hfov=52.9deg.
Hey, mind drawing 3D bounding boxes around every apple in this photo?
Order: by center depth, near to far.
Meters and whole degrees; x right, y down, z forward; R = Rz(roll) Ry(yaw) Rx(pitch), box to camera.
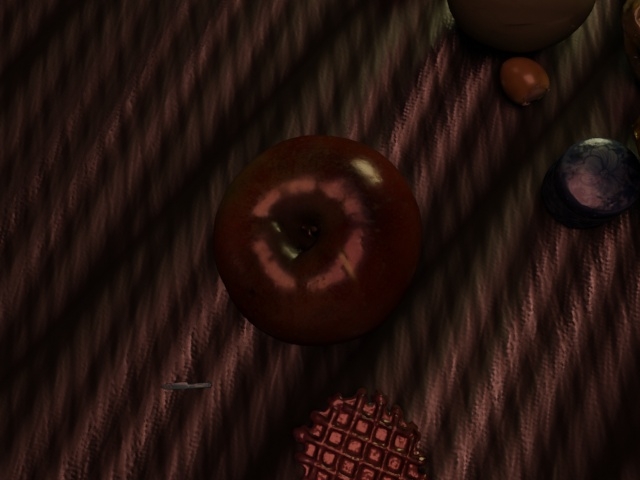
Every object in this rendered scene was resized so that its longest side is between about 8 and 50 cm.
[{"bbox_3d":[0.000,0.000,1.056,0.349,0.277,0.348,-1,78,6],"label":"apple"}]

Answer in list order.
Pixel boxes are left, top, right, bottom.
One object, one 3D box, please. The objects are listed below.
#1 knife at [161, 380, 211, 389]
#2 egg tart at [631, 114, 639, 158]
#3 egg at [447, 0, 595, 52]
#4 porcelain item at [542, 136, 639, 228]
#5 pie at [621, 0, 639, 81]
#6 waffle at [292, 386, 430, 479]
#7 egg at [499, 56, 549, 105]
[{"bbox_3d":[-0.240,0.258,1.147,0.091,0.005,0.014,-4,79,2],"label":"knife"},{"bbox_3d":[0.602,-0.135,1.077,0.115,0.290,0.290,-17,76,28],"label":"egg tart"},{"bbox_3d":[0.365,-0.454,1.168,0.269,0.219,0.219,-5,77,-1],"label":"egg"},{"bbox_3d":[0.479,-0.101,1.137,0.147,0.114,0.147,0,78,2],"label":"porcelain item"},{"bbox_3d":[0.713,-0.398,1.192,0.339,0.077,0.339,0,93,-6],"label":"pie"},{"bbox_3d":[0.068,0.369,1.083,0.221,0.055,0.234,-22,77,-3],"label":"waffle"},{"bbox_3d":[0.379,-0.302,1.204,0.080,0.080,0.096,-24,69,-3],"label":"egg"}]
